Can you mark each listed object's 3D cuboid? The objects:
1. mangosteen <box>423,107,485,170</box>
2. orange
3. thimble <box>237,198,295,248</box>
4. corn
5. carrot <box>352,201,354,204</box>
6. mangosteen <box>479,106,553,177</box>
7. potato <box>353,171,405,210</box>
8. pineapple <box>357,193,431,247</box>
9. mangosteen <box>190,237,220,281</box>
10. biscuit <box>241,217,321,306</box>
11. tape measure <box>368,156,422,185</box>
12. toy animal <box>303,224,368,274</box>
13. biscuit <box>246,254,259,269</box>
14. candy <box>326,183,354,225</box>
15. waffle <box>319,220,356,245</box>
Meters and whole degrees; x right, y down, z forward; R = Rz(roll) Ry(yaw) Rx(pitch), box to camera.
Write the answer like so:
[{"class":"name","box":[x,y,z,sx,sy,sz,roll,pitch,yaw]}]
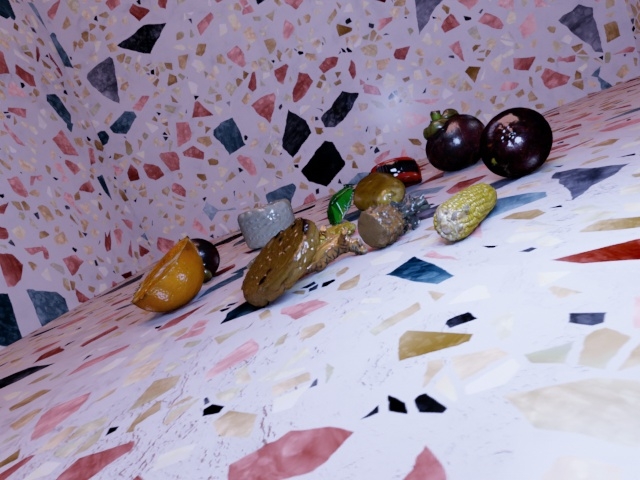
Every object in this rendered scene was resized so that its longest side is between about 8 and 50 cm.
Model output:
[{"class":"mangosteen","box":[0.642,-0.481,2.095,0.300,0.300,0.300,-21,10,4]},{"class":"orange","box":[-0.546,0.121,1.588,0.274,0.274,0.310,-24,53,-10]},{"class":"thimble","box":[-0.257,-0.085,2.202,0.291,0.195,0.291,-17,8,3]},{"class":"corn","box":[0.372,-0.084,1.115,0.106,0.106,0.293,-13,13,41]},{"class":"carrot","box":[0.272,-0.219,2.145,0.314,0.066,0.066,-12,14,47]},{"class":"mangosteen","box":[0.653,-0.313,1.453,0.228,0.228,0.265,-13,-18,41]},{"class":"potato","box":[0.245,-0.197,1.843,0.195,0.176,0.369,3,10,-10]},{"class":"pineapple","box":[0.224,-0.068,1.295,0.248,0.128,0.128,-24,9,-38]},{"class":"mangosteen","box":[-0.534,0.090,1.897,0.210,0.210,0.210,-21,10,4]},{"class":"biscuit","box":[-0.106,0.062,1.204,0.296,0.075,0.296,-43,20,20]},{"class":"tape measure","box":[0.359,-0.314,2.151,0.253,0.114,0.260,-17,-11,25]},{"class":"toy animal","box":[-0.001,0.050,1.270,0.255,0.116,0.114,-37,37,-6]},{"class":"biscuit","box":[-0.158,0.025,1.648,0.252,0.052,0.150,-38,5,-25]},{"class":"candy","box":[0.082,-0.160,1.948,0.078,0.203,0.141,22,2,-30]},{"class":"waffle","box":[-0.001,-0.002,1.622,0.291,0.051,0.291,-21,8,3]}]
